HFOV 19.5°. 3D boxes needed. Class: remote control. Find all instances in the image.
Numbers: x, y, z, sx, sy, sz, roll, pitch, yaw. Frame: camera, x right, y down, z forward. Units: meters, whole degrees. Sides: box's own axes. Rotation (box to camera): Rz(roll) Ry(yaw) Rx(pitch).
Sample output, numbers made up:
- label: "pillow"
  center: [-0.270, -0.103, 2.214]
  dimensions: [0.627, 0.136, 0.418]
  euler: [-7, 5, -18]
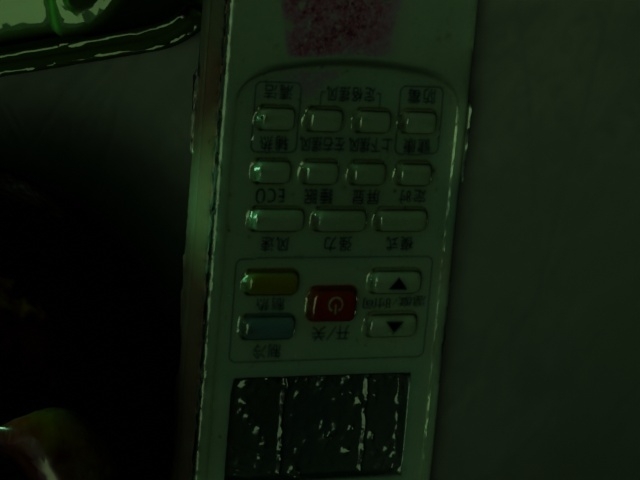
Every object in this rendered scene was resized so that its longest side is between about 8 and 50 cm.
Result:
- label: "remote control"
  center: [0.000, 0.000, 0.967]
  dimensions: [0.145, 0.050, 0.344]
  euler: [-1, 103, -23]

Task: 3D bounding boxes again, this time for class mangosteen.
- label: "mangosteen"
  center: [-0.220, 0.097, 0.911]
  dimensions: [0.297, 0.293, 0.297]
  euler: [-2, 82, 12]

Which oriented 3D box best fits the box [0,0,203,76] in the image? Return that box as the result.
- label: "box"
  center: [-0.198, -0.236, 0.906]
  dimensions: [0.252, 0.178, 0.329]
  euler: [-9, 99, 10]
